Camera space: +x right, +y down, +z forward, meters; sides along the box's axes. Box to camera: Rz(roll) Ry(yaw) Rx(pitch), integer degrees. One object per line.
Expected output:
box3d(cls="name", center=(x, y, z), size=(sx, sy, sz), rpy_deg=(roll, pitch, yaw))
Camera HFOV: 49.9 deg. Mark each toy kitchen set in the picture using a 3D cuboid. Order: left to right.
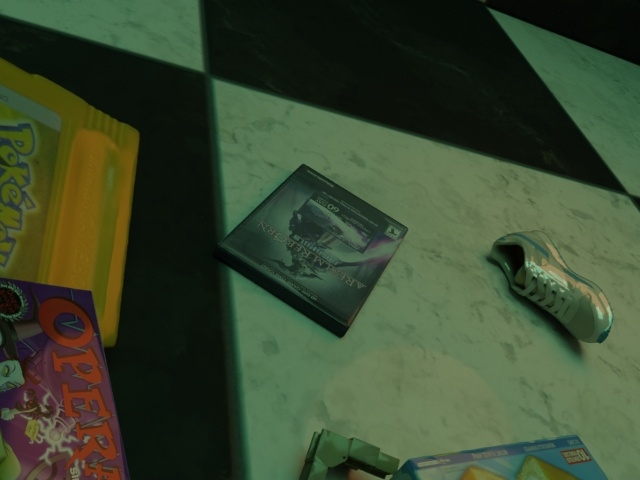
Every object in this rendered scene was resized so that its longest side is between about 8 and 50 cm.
box3d(cls="toy kitchen set", center=(0.020, 0.238, 0.679), size=(0.083, 0.068, 0.075), rpy_deg=(24, 64, -7))

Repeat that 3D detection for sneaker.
box3d(cls="sneaker", center=(0.354, 0.074, 1.066), size=(0.092, 0.087, 0.229), rpy_deg=(-4, 39, -28))

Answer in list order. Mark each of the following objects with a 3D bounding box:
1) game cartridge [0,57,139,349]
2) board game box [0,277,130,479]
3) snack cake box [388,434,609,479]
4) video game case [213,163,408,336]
box3d(cls="game cartridge", center=(-0.313, -0.047, 0.616), size=(0.323, 0.052, 0.286), rpy_deg=(26, 53, -44))
box3d(cls="board game box", center=(-0.224, 0.179, 0.467), size=(0.208, 0.056, 0.347), rpy_deg=(21, 41, -54))
box3d(cls="snack cake box", center=(0.193, 0.288, 0.668), size=(0.264, 0.089, 0.152), rpy_deg=(6, 39, -36))
box3d(cls="video game case", center=(0.000, 0.000, 0.963), size=(0.196, 0.026, 0.274), rpy_deg=(32, 35, 5))
